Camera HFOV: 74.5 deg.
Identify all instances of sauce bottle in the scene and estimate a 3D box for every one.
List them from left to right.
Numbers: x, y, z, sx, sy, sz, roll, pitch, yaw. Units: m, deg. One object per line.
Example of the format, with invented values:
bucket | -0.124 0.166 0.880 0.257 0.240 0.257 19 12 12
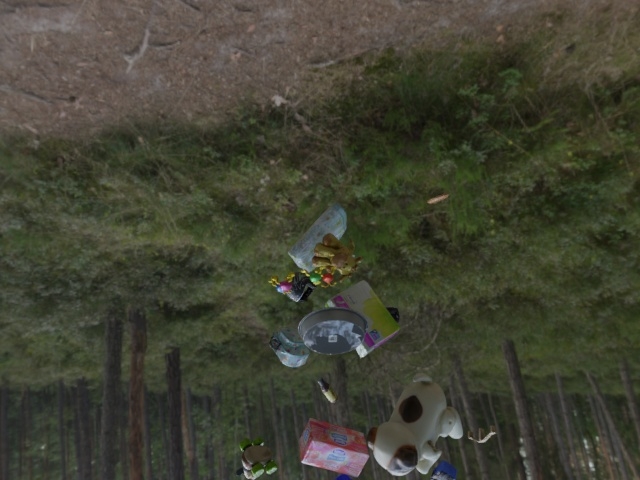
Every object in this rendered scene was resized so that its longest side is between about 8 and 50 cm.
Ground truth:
sauce bottle | 0.028 0.629 1.776 0.042 0.128 0.042 -27 -158 12

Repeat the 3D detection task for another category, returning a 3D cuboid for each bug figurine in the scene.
bug figurine | -0.070 0.159 1.626 0.279 0.072 0.216 -13 169 6

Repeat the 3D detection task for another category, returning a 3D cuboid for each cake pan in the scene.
cake pan | 0.054 0.383 1.742 0.293 0.054 0.293 -1 134 -1

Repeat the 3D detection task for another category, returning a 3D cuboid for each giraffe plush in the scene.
giraffe plush | 0.086 0.088 1.804 0.210 0.181 0.170 6 -156 -21

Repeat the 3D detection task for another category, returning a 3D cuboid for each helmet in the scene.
helmet | -0.119 0.253 2.294 0.161 0.169 0.169 11 159 -43

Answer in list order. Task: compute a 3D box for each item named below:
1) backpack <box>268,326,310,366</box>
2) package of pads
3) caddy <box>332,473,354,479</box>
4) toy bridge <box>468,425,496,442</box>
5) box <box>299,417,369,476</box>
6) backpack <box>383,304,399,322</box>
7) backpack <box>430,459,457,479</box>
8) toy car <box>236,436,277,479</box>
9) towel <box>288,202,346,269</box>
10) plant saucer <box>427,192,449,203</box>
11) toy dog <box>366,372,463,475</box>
backpack | -0.137 0.513 2.040 0.166 0.188 0.144 8 124 -40
package of pads | 0.198 0.350 1.943 0.229 0.296 0.101 -26 159 -30
caddy | 0.113 1.325 2.047 0.241 0.341 0.179 25 134 8
toy bridge | 0.809 0.977 2.109 0.026 0.063 0.188 26 141 -10
box | 0.062 0.995 2.022 0.300 0.142 0.154 21 -165 -11
backpack | 0.372 0.442 2.479 0.182 0.152 0.115 -5 -175 -24
backpack | 0.594 1.110 2.013 0.098 0.101 0.120 23 131 12
toy car | -0.307 0.992 1.840 0.149 0.155 0.188 21 107 -46
towel | 0.000 0.000 2.027 0.320 0.090 0.374 -49 166 -8
plant saucer | 0.437 -0.155 1.556 0.083 0.013 0.083 -20 176 -2
toy dog | 0.392 0.811 1.786 0.284 0.395 0.408 22 -141 37
